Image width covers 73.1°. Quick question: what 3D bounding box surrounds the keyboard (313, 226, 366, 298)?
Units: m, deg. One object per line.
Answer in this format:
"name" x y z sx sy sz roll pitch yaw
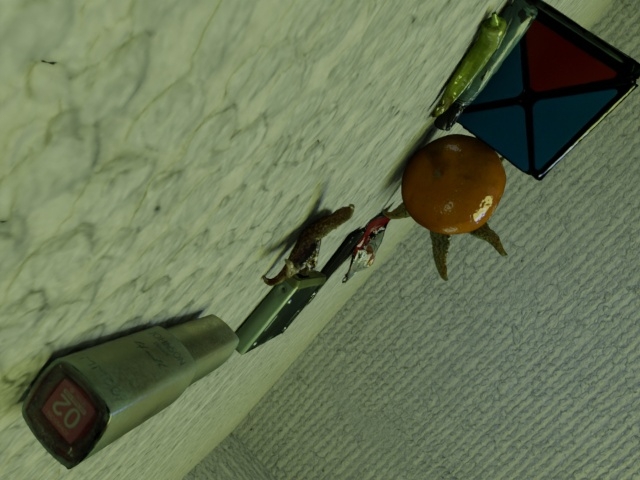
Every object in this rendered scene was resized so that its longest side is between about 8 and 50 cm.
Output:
"keyboard" 0.021 0.086 1.196 0.309 0.018 0.101 -54 166 28

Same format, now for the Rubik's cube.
"Rubik's cube" 0.441 -0.306 0.866 0.250 0.246 0.248 -35 163 -50

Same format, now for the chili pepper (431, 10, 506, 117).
"chili pepper" 0.255 -0.293 0.734 0.208 0.043 0.049 114 -3 -57

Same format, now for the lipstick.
"lipstick" -0.177 0.138 0.471 0.077 0.079 0.253 -52 170 11

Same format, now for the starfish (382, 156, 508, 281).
"starfish" 0.347 -0.093 1.114 0.347 0.358 0.078 -53 142 4

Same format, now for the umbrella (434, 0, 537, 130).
"umbrella" 0.285 -0.306 0.776 0.052 0.053 0.250 -35 164 -48

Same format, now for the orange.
"orange" 0.304 -0.127 0.993 0.171 0.240 0.240 2 134 -43

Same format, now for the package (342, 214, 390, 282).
"package" 0.146 0.016 1.342 0.194 0.071 0.269 -38 153 -50

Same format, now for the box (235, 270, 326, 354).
"box" -0.084 0.154 0.964 0.211 0.045 0.270 -50 169 4

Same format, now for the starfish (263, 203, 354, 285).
"starfish" -0.007 -0.005 0.697 0.213 0.057 0.238 -48 176 -45
